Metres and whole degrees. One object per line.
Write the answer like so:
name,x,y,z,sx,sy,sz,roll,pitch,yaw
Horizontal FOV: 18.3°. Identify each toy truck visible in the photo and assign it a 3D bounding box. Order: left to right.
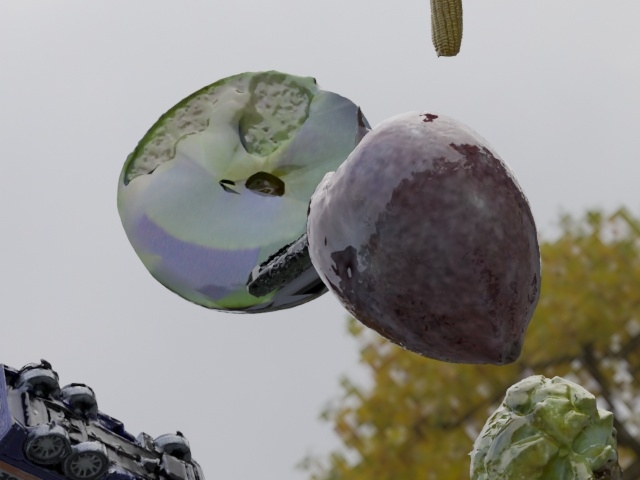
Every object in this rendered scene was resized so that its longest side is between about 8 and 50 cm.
toy truck,-0.256,0.252,2.089,0.268,0.124,0.155,31,-68,-30

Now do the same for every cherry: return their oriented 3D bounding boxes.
cherry,0.109,0.001,1.986,0.203,0.300,0.230,-19,-22,-51

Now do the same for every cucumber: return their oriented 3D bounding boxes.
cucumber,0.000,0.000,2.515,0.257,0.044,0.043,-37,22,35

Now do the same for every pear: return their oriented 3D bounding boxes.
pear,-0.090,-0.047,2.921,0.399,0.399,0.165,-35,-25,-10

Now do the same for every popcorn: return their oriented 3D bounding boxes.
popcorn,0.273,0.266,2.341,0.198,0.212,0.198,-27,-45,-30

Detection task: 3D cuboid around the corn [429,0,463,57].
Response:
corn,0.130,-0.234,2.057,0.037,0.092,0.037,0,-10,0
